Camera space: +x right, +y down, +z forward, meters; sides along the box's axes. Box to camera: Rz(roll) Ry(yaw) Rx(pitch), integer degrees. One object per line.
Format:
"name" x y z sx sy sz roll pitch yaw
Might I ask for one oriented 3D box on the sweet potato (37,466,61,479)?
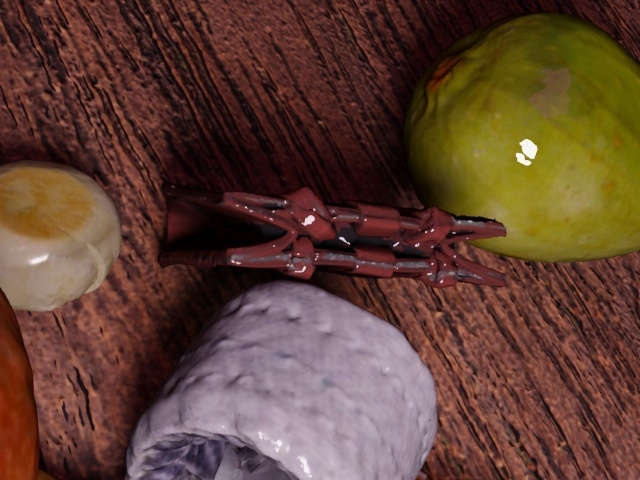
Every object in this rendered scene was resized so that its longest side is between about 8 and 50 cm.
"sweet potato" -0.163 0.254 0.994 0.359 0.112 0.112 24 50 -2

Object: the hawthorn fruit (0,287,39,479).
"hawthorn fruit" -0.329 0.145 0.811 0.308 0.325 0.308 26 18 -9

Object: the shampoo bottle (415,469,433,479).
"shampoo bottle" 0.181 0.314 1.087 0.314 0.118 0.076 38 55 6

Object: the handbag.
"handbag" 0.000 -0.001 1.148 0.260 0.275 0.084 6 89 -18

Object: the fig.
"fig" 0.244 -0.092 1.336 0.326 0.258 0.258 23 48 -29

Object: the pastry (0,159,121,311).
"pastry" -0.258 -0.010 1.157 0.156 0.092 0.156 14 44 -14

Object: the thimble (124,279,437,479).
"thimble" -0.037 0.160 1.027 0.217 0.245 0.157 49 48 -13
